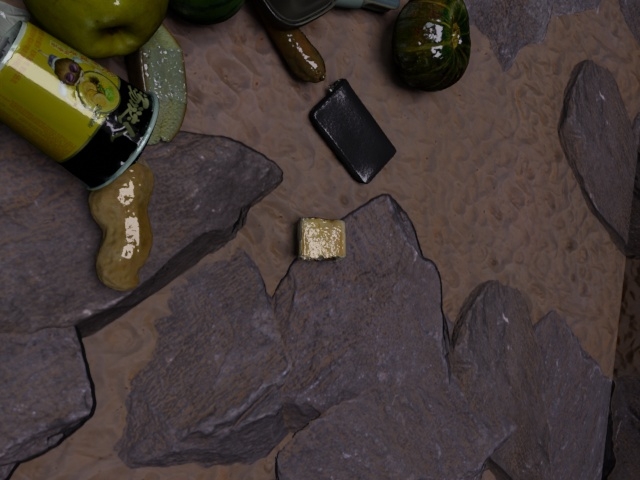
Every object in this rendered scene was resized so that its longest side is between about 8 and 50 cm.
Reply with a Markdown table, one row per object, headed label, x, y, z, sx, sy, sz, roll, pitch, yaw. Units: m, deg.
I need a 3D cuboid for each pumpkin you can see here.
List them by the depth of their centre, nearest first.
| label | x | y | z | sx | sy | sz | roll | pitch | yaw |
| --- | --- | --- | --- | --- | --- | --- | --- | --- | --- |
| pumpkin | 0.274 | -0.516 | 1.437 | 0.260 | 0.189 | 0.260 | -12 | 105 | -54 |

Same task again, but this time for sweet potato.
| label | x | y | z | sx | sy | sz | roll | pitch | yaw |
| --- | --- | --- | --- | --- | --- | --- | --- | --- | --- |
| sweet potato | -0.080 | -0.474 | 1.260 | 0.075 | 0.075 | 0.273 | -44 | 106 | -26 |

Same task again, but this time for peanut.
| label | x | y | z | sx | sy | sz | roll | pitch | yaw |
| --- | --- | --- | --- | --- | --- | --- | --- | --- | --- |
| peanut | -0.372 | -0.036 | 1.046 | 0.118 | 0.101 | 0.262 | -2 | 93 | -8 |

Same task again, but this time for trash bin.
| label | x | y | z | sx | sy | sz | roll | pitch | yaw |
| --- | --- | --- | --- | --- | --- | --- | --- | --- | --- |
| trash bin | -0.029 | -0.588 | 1.121 | 0.219 | 0.250 | 0.219 | -40 | 103 | -20 |

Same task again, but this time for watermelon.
| label | x | y | z | sx | sy | sz | roll | pitch | yaw |
| --- | --- | --- | --- | --- | --- | --- | --- | --- | --- |
| watermelon | -0.246 | -0.526 | 1.091 | 0.215 | 0.188 | 0.187 | 11 | 81 | 7 |

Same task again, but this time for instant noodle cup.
| label | x | y | z | sx | sy | sz | roll | pitch | yaw |
| --- | --- | --- | --- | --- | --- | --- | --- | --- | --- |
| instant noodle cup | -0.424 | -0.227 | 0.918 | 0.236 | 0.216 | 0.215 | 37 | 70 | -40 |

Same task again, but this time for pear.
| label | x | y | z | sx | sy | sz | roll | pitch | yaw |
| --- | --- | --- | --- | --- | --- | --- | --- | --- | --- |
| pear | -0.393 | -0.469 | 0.949 | 0.253 | 0.253 | 0.307 | -14 | 69 | -33 |

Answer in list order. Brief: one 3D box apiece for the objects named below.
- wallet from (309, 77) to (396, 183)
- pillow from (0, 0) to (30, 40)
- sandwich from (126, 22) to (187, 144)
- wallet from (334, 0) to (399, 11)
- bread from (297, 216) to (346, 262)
| label | x | y | z | sx | sy | sz | roll | pitch | yaw |
| --- | --- | --- | --- | --- | --- | --- | --- | --- | --- |
| wallet | 0.079 | -0.269 | 1.379 | 0.250 | 0.044 | 0.149 | 48 | 69 | -23 |
| pillow | -0.590 | -0.293 | 0.920 | 0.144 | 0.078 | 0.253 | 15 | 81 | -22 |
| sandwich | -0.324 | -0.319 | 1.088 | 0.094 | 0.096 | 0.257 | -11 | 97 | -38 |
| wallet | 0.046 | -0.690 | 1.343 | 0.361 | 0.083 | 0.252 | -3 | 86 | -31 |
| bread | -0.001 | 0.000 | 1.301 | 0.125 | 0.082 | 0.106 | 2 | 78 | -23 |
